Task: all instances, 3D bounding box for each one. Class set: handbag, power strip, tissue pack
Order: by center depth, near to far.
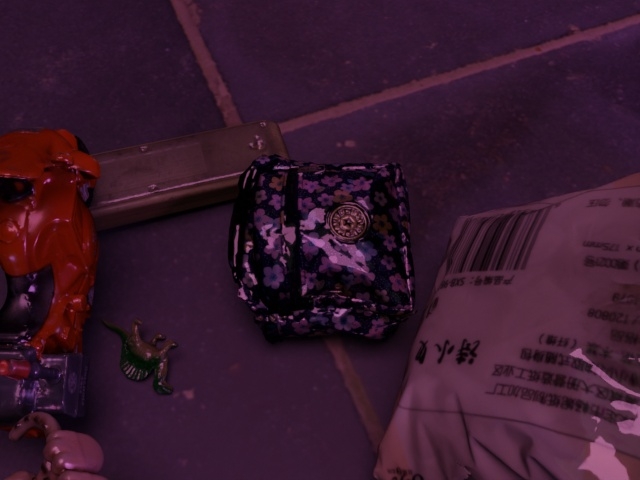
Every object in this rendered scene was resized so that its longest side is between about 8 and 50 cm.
[{"bbox_3d":[0.240,0.099,0.634,0.195,0.375,0.390,40,63,-24],"label":"tissue pack"},{"bbox_3d":[0.000,0.000,0.810,0.207,0.127,0.229,1,68,-4],"label":"handbag"},{"bbox_3d":[-0.227,-0.069,0.883,0.387,0.066,0.092,-13,62,-12],"label":"power strip"}]

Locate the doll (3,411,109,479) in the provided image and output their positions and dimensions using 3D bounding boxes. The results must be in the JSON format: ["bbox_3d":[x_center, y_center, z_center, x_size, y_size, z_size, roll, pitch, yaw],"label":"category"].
[{"bbox_3d":[-0.277,0.279,0.591,0.154,0.119,0.278,37,93,44],"label":"doll"}]

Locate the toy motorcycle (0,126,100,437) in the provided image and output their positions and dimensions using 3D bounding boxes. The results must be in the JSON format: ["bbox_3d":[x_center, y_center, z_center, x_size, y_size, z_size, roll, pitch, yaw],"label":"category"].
[{"bbox_3d":[-0.284,0.027,0.697,0.147,0.221,0.326,0,76,7],"label":"toy motorcycle"}]

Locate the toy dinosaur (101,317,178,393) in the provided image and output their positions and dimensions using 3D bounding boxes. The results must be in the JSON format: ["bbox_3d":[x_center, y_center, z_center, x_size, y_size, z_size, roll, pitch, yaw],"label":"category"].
[{"bbox_3d":[-0.205,0.122,0.789,0.119,0.029,0.060,27,73,14],"label":"toy dinosaur"}]
